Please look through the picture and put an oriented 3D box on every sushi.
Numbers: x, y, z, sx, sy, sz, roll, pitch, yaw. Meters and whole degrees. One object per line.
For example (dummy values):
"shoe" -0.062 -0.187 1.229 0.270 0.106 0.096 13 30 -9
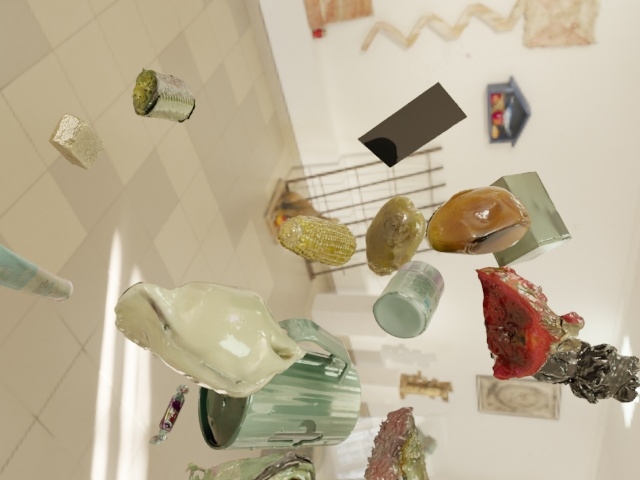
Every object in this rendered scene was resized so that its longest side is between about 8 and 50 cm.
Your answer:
"sushi" 0.204 0.546 1.413 0.161 0.107 0.241 56 37 -24

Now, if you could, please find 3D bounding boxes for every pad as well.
"pad" 0.288 -0.352 1.809 0.202 0.299 0.005 31 35 -45

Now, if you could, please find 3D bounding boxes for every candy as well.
"candy" -0.409 0.476 1.582 0.045 0.043 0.175 33 65 -25

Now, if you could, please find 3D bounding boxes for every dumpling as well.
"dumpling" -0.246 0.214 1.192 0.395 0.315 0.233 27 45 -32

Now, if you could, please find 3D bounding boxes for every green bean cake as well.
"green bean cake" -0.760 -0.306 1.815 0.179 0.085 0.109 96 19 -73

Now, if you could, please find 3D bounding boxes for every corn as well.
"corn" 0.000 0.000 1.214 0.261 0.097 0.097 18 72 -58

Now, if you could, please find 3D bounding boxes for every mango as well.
"mango" 0.360 -0.041 1.357 0.136 0.236 0.166 63 7 -52

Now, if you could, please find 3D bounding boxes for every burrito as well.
"burrito" -0.128 0.334 0.744 0.144 0.228 0.089 -8 78 -54

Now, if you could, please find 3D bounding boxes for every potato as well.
"potato" 0.244 -0.006 1.962 0.141 0.191 0.296 -10 130 -48

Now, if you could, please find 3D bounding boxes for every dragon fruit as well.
"dragon fruit" 0.450 0.175 1.213 0.134 0.211 0.262 -21 111 -27

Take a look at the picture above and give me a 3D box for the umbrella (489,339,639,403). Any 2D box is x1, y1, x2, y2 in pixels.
"umbrella" 0.585 0.290 1.386 0.128 0.336 0.154 -55 162 -57

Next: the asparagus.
"asparagus" -0.392 -0.352 1.411 0.382 0.108 0.129 -87 155 -80

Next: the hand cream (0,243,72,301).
"hand cream" -0.778 0.094 1.529 0.111 0.070 0.312 -46 158 -3

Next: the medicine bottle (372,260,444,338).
"medicine bottle" 0.215 0.137 1.378 0.168 0.135 0.135 -48 135 -53

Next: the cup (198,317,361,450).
"cup" -0.093 0.406 1.566 0.392 0.401 0.310 15 62 -31

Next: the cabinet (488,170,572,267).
"cabinet" 0.527 -0.056 1.549 0.145 0.150 0.206 -11 70 -34
